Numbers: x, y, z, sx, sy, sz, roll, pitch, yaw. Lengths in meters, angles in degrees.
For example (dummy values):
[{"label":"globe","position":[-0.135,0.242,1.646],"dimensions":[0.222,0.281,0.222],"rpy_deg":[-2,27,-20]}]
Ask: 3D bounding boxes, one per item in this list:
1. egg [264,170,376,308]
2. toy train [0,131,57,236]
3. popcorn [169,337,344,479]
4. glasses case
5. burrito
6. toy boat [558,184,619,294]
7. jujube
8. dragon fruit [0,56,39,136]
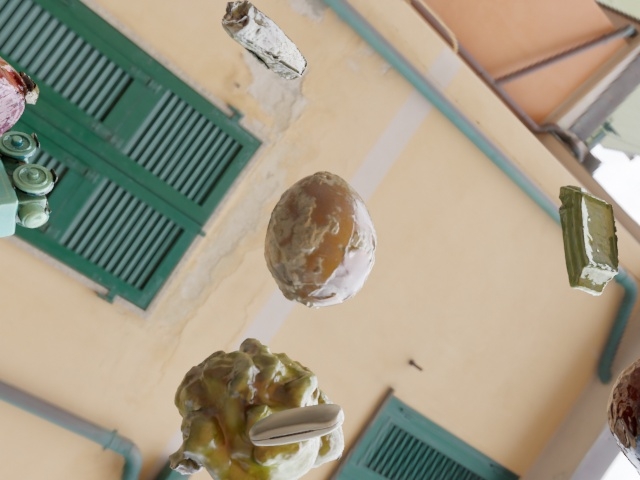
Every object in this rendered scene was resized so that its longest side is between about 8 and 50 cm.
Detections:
[{"label":"egg","position":[0.000,0.000,1.171],"dimensions":[0.195,0.195,0.233],"rpy_deg":[11,-90,60]},{"label":"toy train","position":[-0.557,-0.101,1.189],"dimensions":[0.203,0.163,0.112],"rpy_deg":[54,-42,27]},{"label":"popcorn","position":[-0.098,0.318,1.225],"dimensions":[0.321,0.326,0.289],"rpy_deg":[-108,-148,-64]},{"label":"glasses case","position":[-0.020,0.154,0.580],"dimensions":[0.083,0.021,0.032],"rpy_deg":[-16,-168,18]},{"label":"burrito","position":[-0.079,-0.281,0.982],"dimensions":[0.045,0.188,0.058],"rpy_deg":[13,-98,30]},{"label":"toy boat","position":[0.613,-0.017,1.584],"dimensions":[0.084,0.111,0.276],"rpy_deg":[137,-37,-55]},{"label":"jujube","position":[0.492,0.263,0.969],"dimensions":[0.168,0.236,0.168],"rpy_deg":[-10,-141,8]},{"label":"dragon fruit","position":[-0.550,-0.211,0.960],"dimensions":[0.282,0.147,0.211],"rpy_deg":[-30,174,-31]}]
